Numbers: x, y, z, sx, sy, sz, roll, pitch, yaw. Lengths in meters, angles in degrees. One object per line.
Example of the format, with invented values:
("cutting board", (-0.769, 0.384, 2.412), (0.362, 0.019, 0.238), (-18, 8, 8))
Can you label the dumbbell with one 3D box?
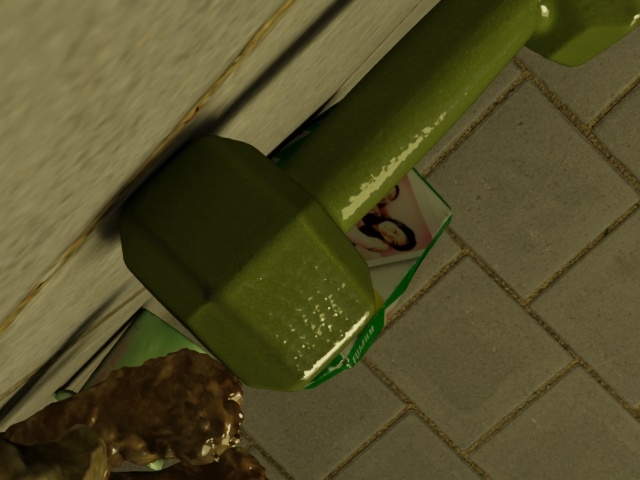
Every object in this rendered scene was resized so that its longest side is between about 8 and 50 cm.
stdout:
("dumbbell", (0.044, -0.068, 0.379), (0.302, 0.108, 0.121), (-47, -177, -12))

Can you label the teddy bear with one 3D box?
("teddy bear", (-0.179, 0.222, 0.537), (0.296, 0.246, 0.222), (-13, -143, -2))

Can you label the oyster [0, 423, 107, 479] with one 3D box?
("oyster", (-0.191, 0.186, 0.246), (0.341, 0.110, 0.166), (-29, 163, -50))

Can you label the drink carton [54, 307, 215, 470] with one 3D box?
("drink carton", (-0.208, 0.167, 0.955), (0.142, 0.146, 0.144), (-55, -175, -14))

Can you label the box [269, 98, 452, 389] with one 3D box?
("box", (0.000, 0.000, 0.758), (0.103, 0.180, 0.250), (-37, -171, 48))
